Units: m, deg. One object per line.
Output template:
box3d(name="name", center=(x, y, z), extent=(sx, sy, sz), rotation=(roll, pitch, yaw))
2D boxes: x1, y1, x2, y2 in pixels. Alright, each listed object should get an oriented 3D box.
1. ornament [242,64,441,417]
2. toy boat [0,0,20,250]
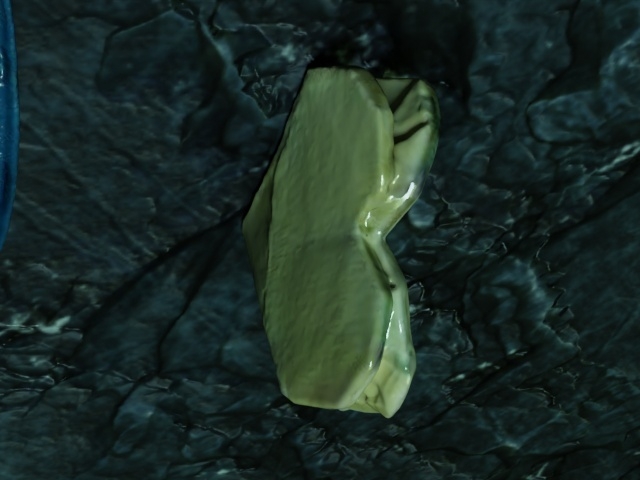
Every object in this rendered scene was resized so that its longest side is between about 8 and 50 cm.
box3d(name="ornament", center=(0.000, 0.000, 0.948), extent=(0.059, 0.201, 0.180), rotation=(8, 177, -33))
box3d(name="toy boat", center=(-0.205, -0.099, 0.797), extent=(0.096, 0.062, 0.299), rotation=(-8, 140, -16))
